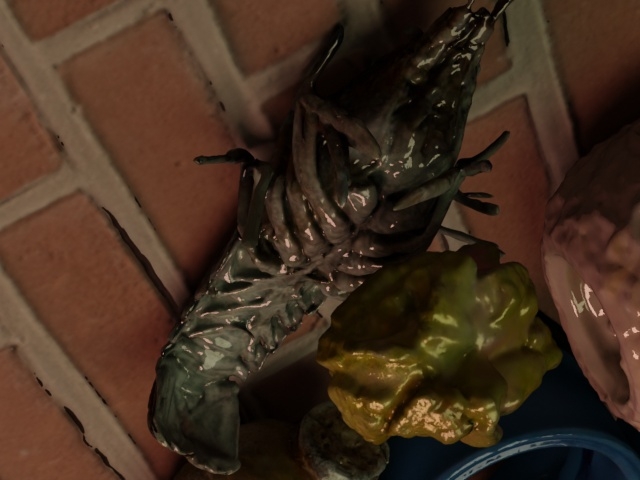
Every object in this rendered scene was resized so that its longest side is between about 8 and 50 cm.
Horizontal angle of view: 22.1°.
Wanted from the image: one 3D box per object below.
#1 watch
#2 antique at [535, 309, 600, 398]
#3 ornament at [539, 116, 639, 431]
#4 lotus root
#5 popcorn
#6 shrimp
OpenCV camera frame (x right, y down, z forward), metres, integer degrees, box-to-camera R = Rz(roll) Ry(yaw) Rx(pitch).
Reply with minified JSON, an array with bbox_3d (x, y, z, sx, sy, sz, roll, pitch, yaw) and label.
[{"bbox_3d":[0.185,0.199,1.375,0.305,0.241,0.274,-45,126,11],"label":"watch"},{"bbox_3d":[0.223,0.104,1.444,0.031,0.015,0.192,-40,139,14],"label":"antique"},{"bbox_3d":[0.295,0.021,1.217,0.225,0.259,0.259,-23,140,-6],"label":"ornament"},{"bbox_3d":[-0.066,0.273,1.333,0.175,0.175,0.349,2,132,-31],"label":"lotus root"},{"bbox_3d":[0.072,0.068,1.021,0.145,0.126,0.126,-36,-174,-29],"label":"popcorn"},{"bbox_3d":[0.001,-0.005,1.109,0.221,0.166,0.410,22,133,-28],"label":"shrimp"}]
